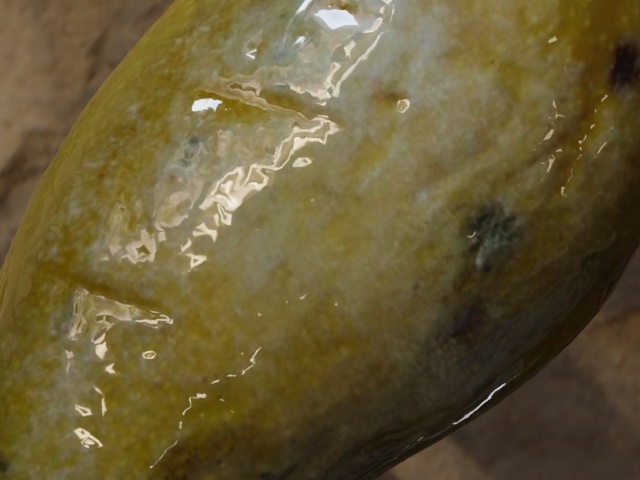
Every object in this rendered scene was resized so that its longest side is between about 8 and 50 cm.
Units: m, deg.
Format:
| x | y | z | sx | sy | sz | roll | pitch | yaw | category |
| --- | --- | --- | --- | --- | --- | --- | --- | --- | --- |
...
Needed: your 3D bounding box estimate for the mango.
| x | y | z | sx | sy | sz | roll | pitch | yaw | category |
| --- | --- | --- | --- | --- | --- | --- | --- | --- | --- |
| -0.003 | -0.006 | 0.717 | 0.175 | 0.329 | 0.176 | 45 | 4 | -47 | mango |
